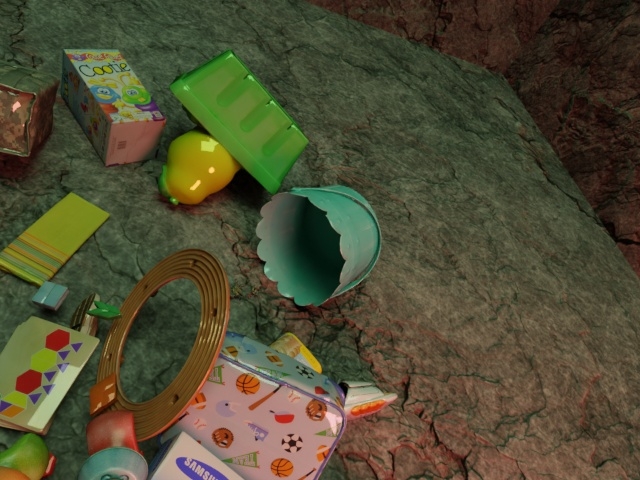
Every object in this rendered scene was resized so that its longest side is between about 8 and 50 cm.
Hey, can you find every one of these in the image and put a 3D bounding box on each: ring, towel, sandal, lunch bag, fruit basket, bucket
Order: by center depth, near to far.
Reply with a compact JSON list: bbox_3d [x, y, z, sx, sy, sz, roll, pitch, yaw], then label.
[{"bbox_3d":[-0.271,0.169,0.833,0.032,0.336,0.337,36,33,-43],"label":"ring"},{"bbox_3d":[-0.122,0.313,0.849,0.303,0.243,0.115,27,11,-5],"label":"lunch bag"},{"bbox_3d":[0.044,0.333,1.010,0.265,0.102,0.076,-3,57,-30],"label":"sandal"},{"bbox_3d":[-0.556,-0.006,1.020,0.102,0.021,0.237,32,42,-9],"label":"towel"},{"bbox_3d":[-0.739,-0.309,1.029,0.286,0.169,0.235,11,21,-21],"label":"lunch bag"},{"bbox_3d":[0.000,0.000,1.168,0.281,0.281,0.183,48,41,15],"label":"bucket"},{"bbox_3d":[-0.262,-0.253,1.258,0.391,0.392,0.283,16,20,-18],"label":"fruit basket"}]

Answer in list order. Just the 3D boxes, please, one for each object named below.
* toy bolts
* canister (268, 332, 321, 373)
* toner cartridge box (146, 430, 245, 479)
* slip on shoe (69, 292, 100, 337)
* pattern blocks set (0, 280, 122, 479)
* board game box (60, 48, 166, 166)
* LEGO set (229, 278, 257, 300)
[{"bbox_3d":[-0.335,0.357,0.631,0.228,0.219,0.158,-18,20,-14],"label":"toy bolts"},{"bbox_3d":[-0.092,0.280,0.998,0.126,0.073,0.170,46,43,12],"label":"canister"},{"bbox_3d":[-0.138,0.473,0.741,0.348,0.075,0.165,42,38,-9],"label":"toner cartridge box"},{"bbox_3d":[-0.444,0.162,0.921,0.041,0.051,0.135,54,18,-39],"label":"slip on shoe"},{"bbox_3d":[-0.477,0.226,0.808,0.285,0.026,0.325,24,54,9],"label":"pattern blocks set"},{"bbox_3d":[-0.534,-0.345,1.241,0.142,0.144,0.275,-21,65,-41],"label":"board game box"},{"bbox_3d":[-0.187,0.120,1.125,0.083,0.023,0.054,25,44,-28],"label":"LEGO set"}]
